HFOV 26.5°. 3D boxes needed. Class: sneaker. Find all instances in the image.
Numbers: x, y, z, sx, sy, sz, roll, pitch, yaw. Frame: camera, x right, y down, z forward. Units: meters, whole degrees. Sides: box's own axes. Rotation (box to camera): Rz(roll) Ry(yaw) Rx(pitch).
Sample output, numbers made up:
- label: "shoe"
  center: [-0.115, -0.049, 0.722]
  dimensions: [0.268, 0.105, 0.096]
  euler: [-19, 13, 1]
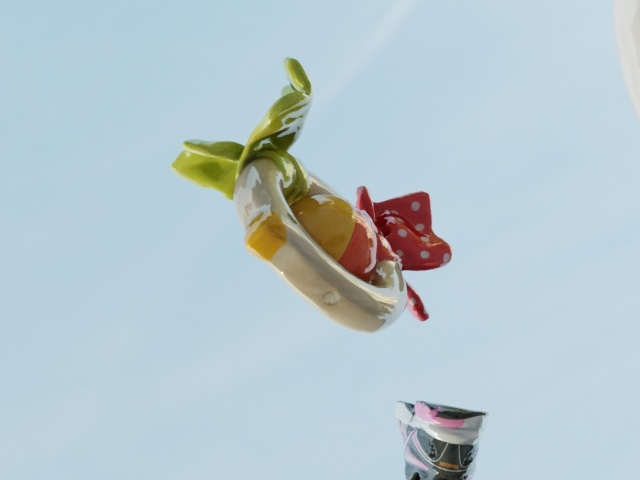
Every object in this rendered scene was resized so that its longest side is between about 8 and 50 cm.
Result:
- label: "sneaker"
  center: [0.086, 0.167, 1.054]
  dimensions: [0.072, 0.178, 0.077]
  euler: [10, -97, 6]

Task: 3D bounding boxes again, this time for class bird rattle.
- label: "bird rattle"
  center: [0.000, 0.000, 1.061]
  dimensions: [0.143, 0.207, 0.253]
  euler: [-34, -63, 17]

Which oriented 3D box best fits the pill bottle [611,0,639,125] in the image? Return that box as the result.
- label: "pill bottle"
  center: [0.291, -0.114, 0.590]
  dimensions: [0.407, 0.229, 0.229]
  euler: [-20, -93, -60]
